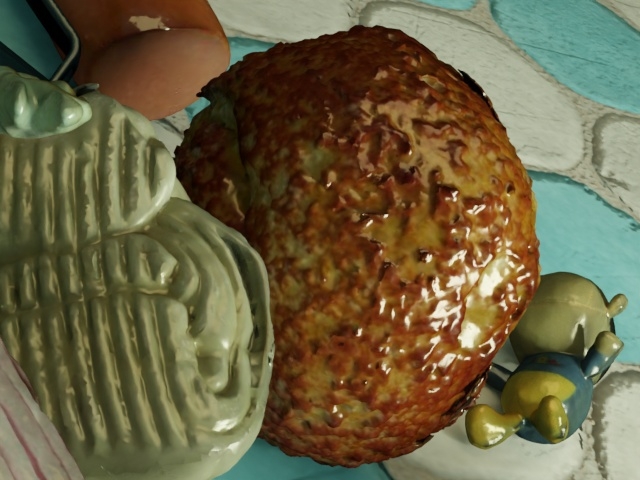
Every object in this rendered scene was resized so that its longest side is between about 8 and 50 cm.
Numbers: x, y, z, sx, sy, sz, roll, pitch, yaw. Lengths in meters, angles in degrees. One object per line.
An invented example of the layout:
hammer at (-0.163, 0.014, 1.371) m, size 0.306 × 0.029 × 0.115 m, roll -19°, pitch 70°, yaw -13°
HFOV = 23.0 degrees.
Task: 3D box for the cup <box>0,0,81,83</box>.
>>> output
cup at (-0.201, -0.080, 0.854) m, size 0.155 × 0.131 × 0.176 m, roll 36°, pitch 77°, yaw -4°

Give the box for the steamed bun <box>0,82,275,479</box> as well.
steamed bun at (-0.128, 0.045, 0.744) m, size 0.218 × 0.144 × 0.211 m, roll -13°, pitch 64°, yaw 1°

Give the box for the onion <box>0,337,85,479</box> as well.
onion at (-0.180, 0.164, 0.552) m, size 0.348 × 0.159 × 0.267 m, roll 46°, pitch 41°, yaw -5°

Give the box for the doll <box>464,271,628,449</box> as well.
doll at (0.147, 0.071, 1.008) m, size 0.179 × 0.102 × 0.088 m, roll -46°, pitch 122°, yaw -61°

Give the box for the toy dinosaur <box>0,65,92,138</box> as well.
toy dinosaur at (-0.278, -0.097, 0.702) m, size 0.206 × 0.092 × 0.393 m, roll -7°, pitch 20°, yaw -40°

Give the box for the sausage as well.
sausage at (-0.156, -0.197, 1.089) m, size 0.114 × 0.113 × 0.259 m, roll 3°, pitch 44°, yaw -37°

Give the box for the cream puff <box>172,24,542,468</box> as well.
cream puff at (0.000, -0.001, 0.848) m, size 0.164 × 0.240 × 0.240 m, roll 0°, pitch 43°, yaw -29°
